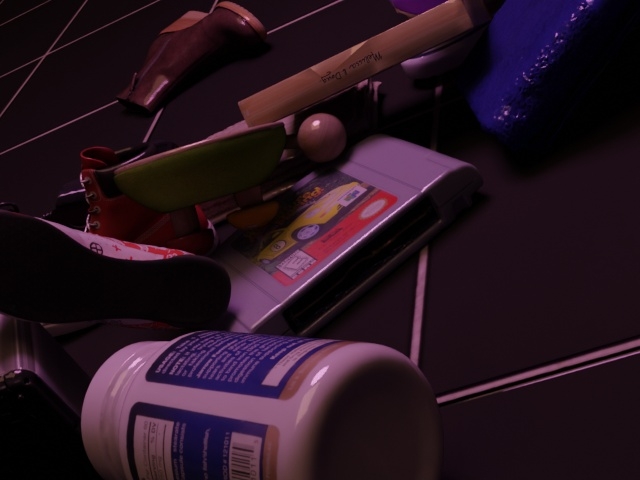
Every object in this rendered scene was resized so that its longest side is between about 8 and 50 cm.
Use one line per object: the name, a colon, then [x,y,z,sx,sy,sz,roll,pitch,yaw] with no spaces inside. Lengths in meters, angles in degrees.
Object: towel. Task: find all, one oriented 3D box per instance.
towel: [0.264,-0.241,1.104,0.308,0.076,0.227,-53,16,18]
towel: [-0.055,-0.113,1.351,0.282,0.049,0.187,-23,27,18]

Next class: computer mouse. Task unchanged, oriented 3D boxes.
computer mouse: [-0.275,-0.013,1.341,0.262,0.184,0.060,-27,64,-29]

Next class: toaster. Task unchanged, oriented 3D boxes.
toaster: [-0.293,0.170,0.981,0.168,0.186,0.110,-31,37,3]

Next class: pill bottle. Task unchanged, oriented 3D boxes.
pill bottle: [-0.053,0.144,0.816,0.264,0.153,0.153,0,41,45]

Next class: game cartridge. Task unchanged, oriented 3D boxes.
game cartridge: [0.000,0.000,1.108,0.294,0.060,0.196,-38,24,-13]

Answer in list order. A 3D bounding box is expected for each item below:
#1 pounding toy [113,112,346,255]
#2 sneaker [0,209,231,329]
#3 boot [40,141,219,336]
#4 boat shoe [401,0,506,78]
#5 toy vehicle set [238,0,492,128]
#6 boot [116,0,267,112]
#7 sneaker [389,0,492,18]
pounding toy: [-0.092,-0.051,1.150,0.237,0.110,0.183,-19,5,-43]
sneaker: [-0.230,0.034,1.013,0.145,0.270,0.090,-4,77,61]
boot: [-0.262,-0.008,1.250,0.244,0.176,0.088,-31,29,5]
boat shoe: [0.201,-0.315,1.367,0.302,0.094,0.109,-42,29,-20]
toy vehicle set: [0.053,-0.199,1.216,0.267,0.035,0.166,-23,6,20]
boot: [-0.208,-0.281,1.771,0.248,0.090,0.207,15,64,53]
sneaker: [0.210,-0.346,1.243,0.293,0.146,0.102,-16,69,4]
